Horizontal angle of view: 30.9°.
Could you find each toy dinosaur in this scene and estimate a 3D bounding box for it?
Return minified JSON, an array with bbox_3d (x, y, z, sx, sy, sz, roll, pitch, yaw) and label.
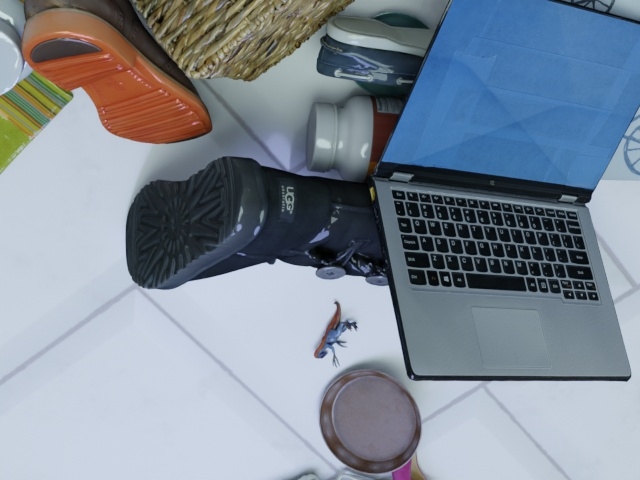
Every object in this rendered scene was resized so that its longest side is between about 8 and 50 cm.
[{"bbox_3d":[0.017,0.146,1.758,0.082,0.047,0.090,-28,88,22],"label":"toy dinosaur"}]

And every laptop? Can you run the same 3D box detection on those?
[{"bbox_3d":[0.281,-0.055,1.419,0.382,0.408,0.236,5,155,-34],"label":"laptop"}]

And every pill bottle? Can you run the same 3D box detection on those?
[{"bbox_3d":[-0.378,-0.250,1.351,0.117,0.208,0.117,-3,122,-5],"label":"pill bottle"},{"bbox_3d":[0.093,-0.128,1.531,0.216,0.121,0.121,4,122,-9],"label":"pill bottle"}]

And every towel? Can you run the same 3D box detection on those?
[{"bbox_3d":[-0.437,-0.142,1.525,0.102,0.021,0.237,38,111,-25],"label":"towel"}]

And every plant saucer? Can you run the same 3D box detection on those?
[{"bbox_3d":[0.080,0.280,1.803,0.168,0.029,0.168,3,100,20],"label":"plant saucer"},{"bbox_3d":[0.092,-0.246,1.515,0.119,0.021,0.119,-3,122,-5],"label":"plant saucer"}]

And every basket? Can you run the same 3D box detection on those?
[{"bbox_3d":[-0.073,-0.353,1.389,0.299,0.223,0.213,-38,86,17],"label":"basket"}]

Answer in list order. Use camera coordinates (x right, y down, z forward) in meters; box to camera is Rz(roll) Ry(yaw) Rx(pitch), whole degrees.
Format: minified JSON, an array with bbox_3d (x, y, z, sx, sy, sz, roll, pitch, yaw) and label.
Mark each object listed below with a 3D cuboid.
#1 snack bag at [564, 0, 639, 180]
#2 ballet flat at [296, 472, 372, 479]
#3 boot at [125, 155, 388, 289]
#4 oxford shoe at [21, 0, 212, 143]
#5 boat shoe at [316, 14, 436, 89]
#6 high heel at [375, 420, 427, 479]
[{"bbox_3d":[0.371,-0.217,1.556,0.342,0.037,0.323,0,121,-6],"label":"snack bag"},{"bbox_3d":[0.010,0.421,1.904,0.248,0.086,0.086,4,122,-10],"label":"ballet flat"},{"bbox_3d":[0.001,0.000,1.578,0.445,0.367,0.146,5,81,-33],"label":"boot"},{"bbox_3d":[-0.228,-0.221,1.395,0.130,0.133,0.364,-12,159,14],"label":"oxford shoe"},{"bbox_3d":[0.121,-0.218,1.463,0.254,0.095,0.079,7,122,-17],"label":"boat shoe"},{"bbox_3d":[0.163,0.370,1.880,0.117,0.082,0.244,-29,109,22],"label":"high heel"}]
